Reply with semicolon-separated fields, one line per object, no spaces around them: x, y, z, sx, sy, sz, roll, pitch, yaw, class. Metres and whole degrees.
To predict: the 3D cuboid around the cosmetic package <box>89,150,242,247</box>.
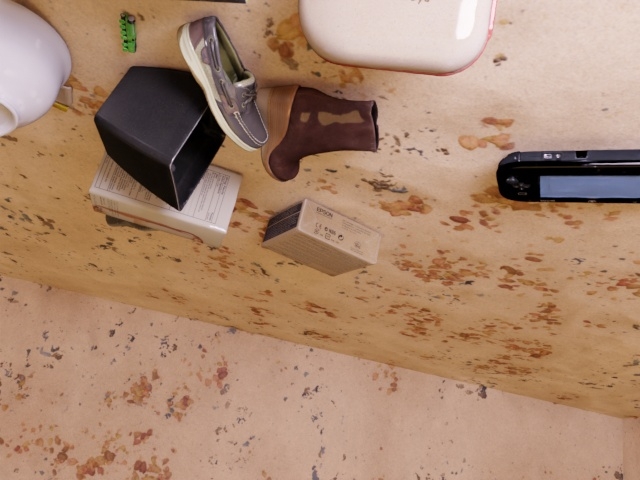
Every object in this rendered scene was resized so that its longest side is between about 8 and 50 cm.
-0.342;-0.106;1.251;0.296;0.153;0.129;18;158;-11;cosmetic package

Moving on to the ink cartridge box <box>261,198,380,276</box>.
0.000;0.000;1.400;0.234;0.088;0.193;24;156;-28;ink cartridge box

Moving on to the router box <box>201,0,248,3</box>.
-0.242;-0.392;0.617;0.308;0.081;0.243;8;157;10;router box

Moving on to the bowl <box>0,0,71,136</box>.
-0.573;-0.261;0.917;0.297;0.134;0.298;-7;161;-2;bowl

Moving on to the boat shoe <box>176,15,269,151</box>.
-0.136;-0.239;0.870;0.073;0.080;0.224;-11;125;30;boat shoe

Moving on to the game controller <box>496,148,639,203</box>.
0.468;-0.103;0.949;0.319;0.067;0.166;3;156;23;game controller

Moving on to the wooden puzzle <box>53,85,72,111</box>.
-0.521;-0.292;1.084;0.078;0.014;0.116;18;157;-24;wooden puzzle

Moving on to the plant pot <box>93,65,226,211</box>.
-0.284;-0.197;0.991;0.166;0.188;0.187;26;157;1;plant pot

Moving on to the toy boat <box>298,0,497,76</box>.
0.091;-0.277;0.682;0.230;0.151;0.151;9;-174;8;toy boat

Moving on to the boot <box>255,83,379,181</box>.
-0.001;-0.170;0.994;0.206;0.090;0.248;11;153;11;boot

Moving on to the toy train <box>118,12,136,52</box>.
-0.304;-0.328;0.884;0.023;0.017;0.083;7;159;-13;toy train

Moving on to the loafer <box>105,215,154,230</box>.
-0.475;-0.073;1.499;0.251;0.095;0.087;7;-177;36;loafer
